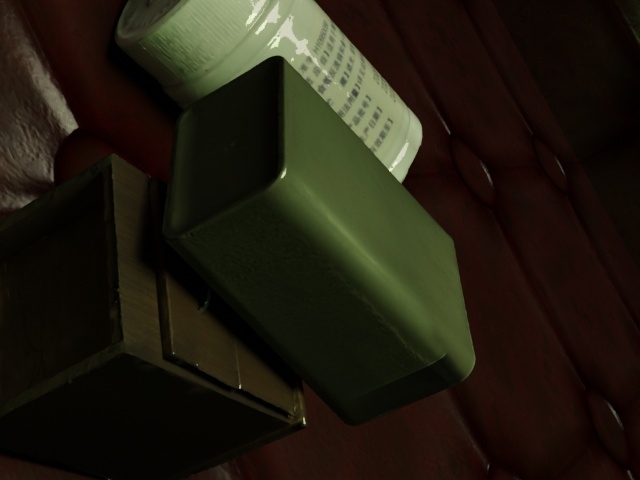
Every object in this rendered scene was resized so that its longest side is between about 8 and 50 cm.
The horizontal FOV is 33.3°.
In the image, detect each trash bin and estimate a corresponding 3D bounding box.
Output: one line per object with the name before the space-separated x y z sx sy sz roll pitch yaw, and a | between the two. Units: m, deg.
trash bin | 0.000 0.000 0.812 0.240 0.122 0.164 47 27 -35

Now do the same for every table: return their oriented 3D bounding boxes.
table | -0.138 0.068 0.810 0.193 0.172 0.169 35 36 -47

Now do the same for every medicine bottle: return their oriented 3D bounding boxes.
medicine bottle | -0.055 -0.181 1.198 0.332 0.190 0.190 44 31 -27
